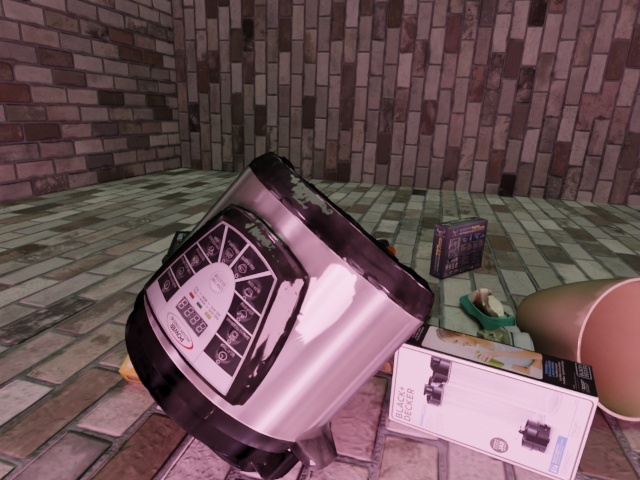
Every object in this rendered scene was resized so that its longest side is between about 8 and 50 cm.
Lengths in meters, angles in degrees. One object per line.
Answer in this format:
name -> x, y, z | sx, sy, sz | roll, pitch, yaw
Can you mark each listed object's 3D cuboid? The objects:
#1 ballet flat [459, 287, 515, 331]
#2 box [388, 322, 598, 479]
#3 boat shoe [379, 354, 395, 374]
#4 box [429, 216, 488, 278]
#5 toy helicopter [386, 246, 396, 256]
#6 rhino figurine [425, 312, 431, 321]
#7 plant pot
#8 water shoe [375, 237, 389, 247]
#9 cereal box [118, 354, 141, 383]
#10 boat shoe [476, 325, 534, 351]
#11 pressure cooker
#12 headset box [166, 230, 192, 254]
ballet flat -> 0.442, 0.176, 1.086 | 0.083, 0.087, 0.247 | 1, 17, -4
box -> 0.268, 0.256, 0.680 | 0.290, 0.169, 0.087 | 12, 22, 24
boat shoe -> 0.113, 0.198, 0.924 | 0.325, 0.123, 0.116 | 16, 20, 32
box -> 0.482, 0.021, 1.427 | 0.233, 0.183, 0.059 | -11, 22, -35
toy helicopter -> 0.181, 0.070, 1.390 | 0.235, 0.140, 0.355 | -3, 27, -46
rhino figurine -> 0.187, 0.158, 1.136 | 0.244, 0.073, 0.106 | 6, 22, 17
plant pot -> 0.549, 0.188, 0.858 | 0.257, 0.256, 0.274 | 0, 2, -8
water shoe -> 0.164, 0.026, 1.591 | 0.203, 0.072, 0.080 | 2, -5, -15
cereal box -> -0.274, 0.184, 0.852 | 0.173, 0.047, 0.240 | 6, 47, 11
boat shoe -> 0.373, 0.236, 0.832 | 0.094, 0.109, 0.302 | -10, -8, 17
pressure cooker -> -0.078, 0.125, 0.656 | 0.375, 0.420, 0.370 | 40, 7, -19
headset box -> -0.311, 0.063, 1.274 | 0.283, 0.131, 0.246 | -1, 18, -12
